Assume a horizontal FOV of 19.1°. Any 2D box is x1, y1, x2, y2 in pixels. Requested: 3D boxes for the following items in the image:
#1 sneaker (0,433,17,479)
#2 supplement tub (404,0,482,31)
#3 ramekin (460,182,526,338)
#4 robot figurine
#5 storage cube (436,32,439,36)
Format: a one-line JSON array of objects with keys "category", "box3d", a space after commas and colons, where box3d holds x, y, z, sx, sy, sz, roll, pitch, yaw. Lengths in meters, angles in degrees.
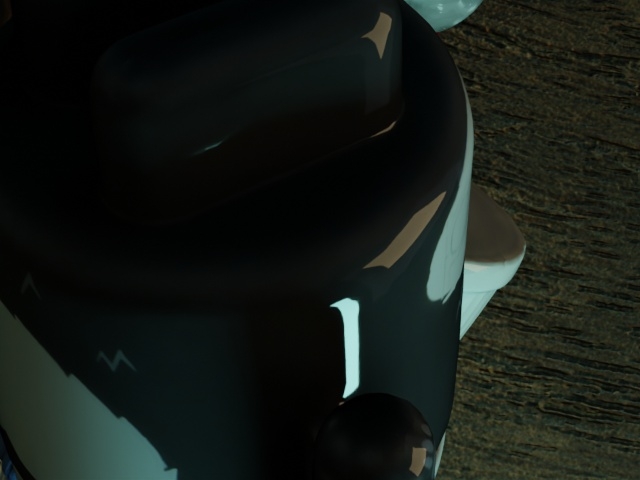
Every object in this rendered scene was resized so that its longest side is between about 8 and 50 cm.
[{"category": "sneaker", "box3d": [-0.078, -0.008, 0.911, 0.296, 0.131, 0.112, -50, 178, -34]}, {"category": "supplement tub", "box3d": [0.049, -0.252, 1.046, 0.316, 0.193, 0.193, -59, -178, 7]}, {"category": "ramekin", "box3d": [0.000, 0.000, 1.370, 0.273, 0.273, 0.127, -77, -168, -72]}, {"category": "robot figurine", "box3d": [-0.037, 0.013, 0.658, 0.278, 0.173, 0.209, 90, 9, -47]}, {"category": "storage cube", "box3d": [0.004, -0.127, 1.872, 0.215, 0.193, 0.184, -78, -179, -59]}]
